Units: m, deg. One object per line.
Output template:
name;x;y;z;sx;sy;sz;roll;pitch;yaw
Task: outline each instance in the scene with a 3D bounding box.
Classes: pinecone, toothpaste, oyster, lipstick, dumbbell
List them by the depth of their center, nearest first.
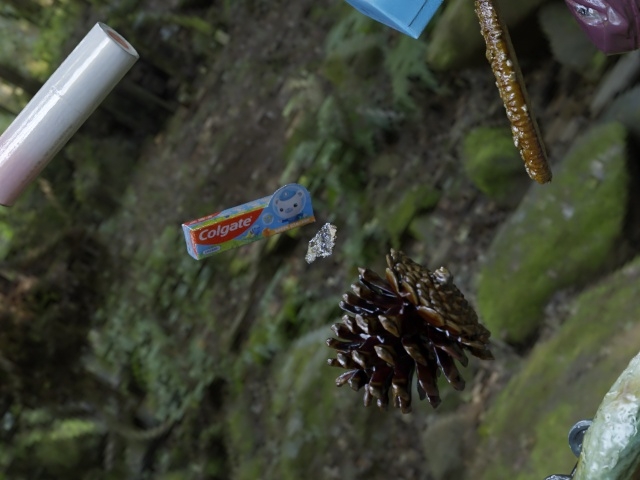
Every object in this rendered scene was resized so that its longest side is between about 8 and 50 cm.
dumbbell;0.332;0.293;1.804;0.254;0.081;0.081;-47;-6;-44
oyster;0.002;0.000;1.960;0.083;0.019;0.054;-27;45;54
toothpaste;-0.107;-0.035;2.095;0.044;0.193;0.070;29;134;59
pinecone;0.130;0.153;2.248;0.264;0.264;0.264;-59;5;9
lipstick;-0.427;-0.200;2.284;0.327;0.087;0.087;-47;8;11

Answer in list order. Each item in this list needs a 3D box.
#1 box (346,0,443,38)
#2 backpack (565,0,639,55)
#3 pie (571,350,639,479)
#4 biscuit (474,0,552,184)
box;0.091;-0.331;1.666;0.143;0.083;0.232;-55;20;6
backpack;0.345;-0.374;1.628;0.283;0.197;0.317;52;-151;-57
pie;0.303;0.154;1.280;0.302;0.067;0.302;-43;-22;-23
biscuit;0.277;-0.225;2.074;0.038;0.305;0.305;-18;16;11
